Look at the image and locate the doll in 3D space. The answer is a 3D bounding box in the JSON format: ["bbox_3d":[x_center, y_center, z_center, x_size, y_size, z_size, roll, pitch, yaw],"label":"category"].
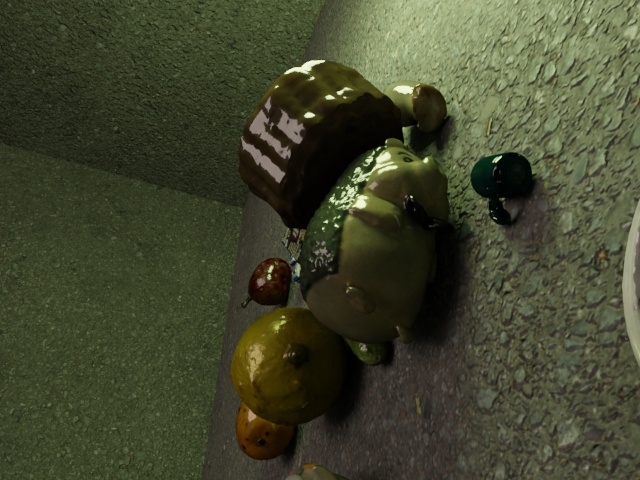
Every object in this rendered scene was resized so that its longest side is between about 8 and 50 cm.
[{"bbox_3d":[0.102,-0.009,0.877,0.247,0.248,0.349,127,163,-55],"label":"doll"}]

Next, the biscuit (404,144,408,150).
[{"bbox_3d":[0.168,-0.130,1.093,0.228,0.031,0.176,146,135,-69],"label":"biscuit"}]

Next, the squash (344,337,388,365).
[{"bbox_3d":[0.076,0.180,1.056,0.239,0.069,0.069,-133,59,-72],"label":"squash"}]

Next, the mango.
[{"bbox_3d":[-0.155,0.491,1.437,0.290,0.160,0.190,142,132,-72],"label":"mango"}]

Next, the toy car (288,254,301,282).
[{"bbox_3d":[-0.057,0.049,1.662,0.080,0.071,0.170,136,145,-64],"label":"toy car"}]

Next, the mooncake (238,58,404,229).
[{"bbox_3d":[0.011,-0.178,1.041,0.187,0.324,0.323,45,128,29],"label":"mooncake"}]

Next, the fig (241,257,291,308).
[{"bbox_3d":[-0.207,0.177,1.905,0.274,0.146,0.170,-40,35,41],"label":"fig"}]

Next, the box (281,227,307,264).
[{"bbox_3d":[0.018,-0.010,1.285,0.310,0.084,0.198,49,124,55],"label":"box"}]

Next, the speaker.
[{"bbox_3d":[0.240,-0.071,0.717,0.075,0.060,0.094,-173,97,-76],"label":"speaker"}]

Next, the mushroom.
[{"bbox_3d":[0.182,-0.273,1.067,0.212,0.088,0.096,-130,56,-63],"label":"mushroom"}]

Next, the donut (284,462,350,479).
[{"bbox_3d":[0.000,0.556,0.825,0.383,0.143,0.382,-166,90,-75],"label":"donut"}]

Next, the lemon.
[{"bbox_3d":[-0.066,0.270,1.141,0.260,0.261,0.283,-90,19,-45],"label":"lemon"}]

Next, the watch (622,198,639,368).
[{"bbox_3d":[0.302,-0.008,0.296,0.231,0.196,0.243,77,-157,-75],"label":"watch"}]
